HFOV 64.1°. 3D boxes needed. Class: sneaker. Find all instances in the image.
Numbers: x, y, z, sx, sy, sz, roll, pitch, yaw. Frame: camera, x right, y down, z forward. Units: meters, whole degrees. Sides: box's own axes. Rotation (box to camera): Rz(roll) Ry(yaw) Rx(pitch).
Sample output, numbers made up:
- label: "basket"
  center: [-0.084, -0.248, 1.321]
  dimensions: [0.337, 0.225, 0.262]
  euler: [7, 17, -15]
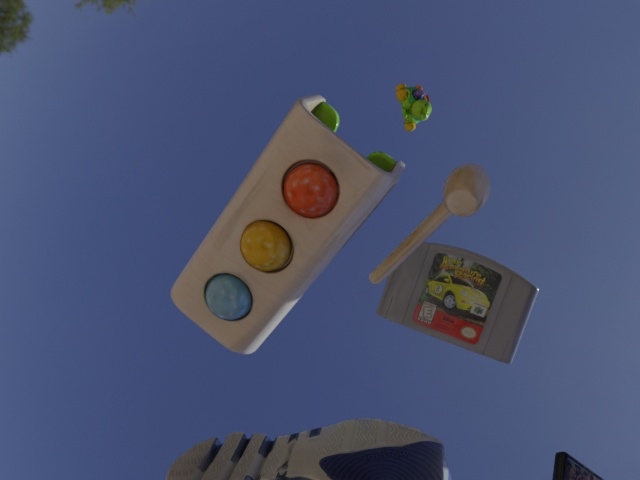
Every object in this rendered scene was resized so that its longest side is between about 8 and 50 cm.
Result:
- label: "sneaker"
  center: [-0.002, 0.313, 0.566]
  dimensions: [0.316, 0.127, 0.182]
  euler: [-8, -75, 19]

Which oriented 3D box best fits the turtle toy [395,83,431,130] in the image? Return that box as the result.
- label: "turtle toy"
  center: [0.206, -0.291, 1.111]
  dimensions: [0.066, 0.095, 0.130]
  euler: [-14, -153, 14]

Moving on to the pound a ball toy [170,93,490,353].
- label: "pound a ball toy"
  center: [0.000, 0.000, 0.551]
  dimensions: [0.208, 0.136, 0.319]
  euler: [40, -64, -1]

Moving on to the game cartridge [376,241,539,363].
- label: "game cartridge"
  center: [0.284, 0.115, 1.066]
  dimensions: [0.294, 0.060, 0.196]
  euler: [19, -88, 12]

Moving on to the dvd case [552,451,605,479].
- label: "dvd case"
  center: [0.393, 0.465, 0.732]
  dimensions: [0.022, 0.180, 0.253]
  euler: [-42, -166, 52]
